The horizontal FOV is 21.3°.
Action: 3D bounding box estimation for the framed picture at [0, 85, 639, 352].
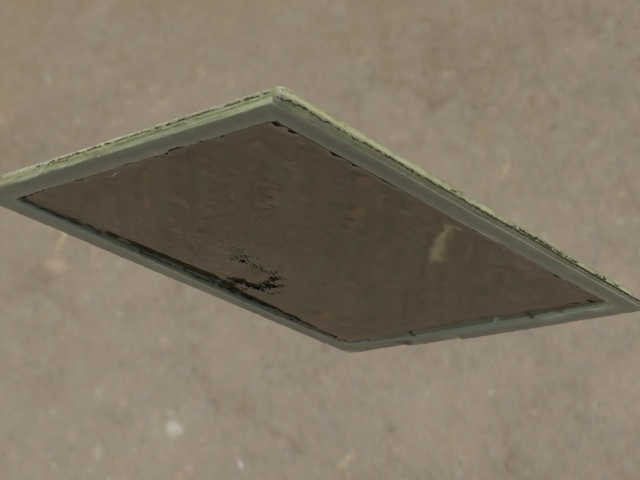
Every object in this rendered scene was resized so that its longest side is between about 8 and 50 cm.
[{"bbox_3d":[0.000,0.000,0.848,0.216,0.273,0.016,-12,61,42],"label":"framed picture"}]
